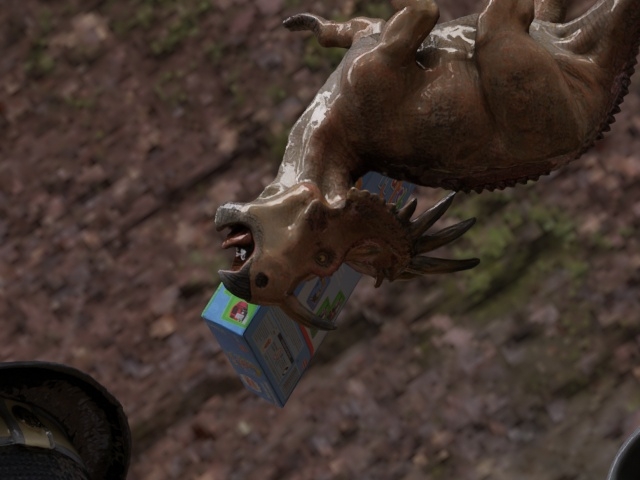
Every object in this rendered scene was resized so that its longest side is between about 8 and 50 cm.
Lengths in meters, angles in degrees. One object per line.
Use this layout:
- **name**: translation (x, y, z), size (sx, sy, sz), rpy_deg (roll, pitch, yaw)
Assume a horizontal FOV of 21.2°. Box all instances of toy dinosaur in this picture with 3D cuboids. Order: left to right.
- **toy dinosaur**: translation (0.082, -0.069, 0.976), size (0.296, 0.200, 0.127), rpy_deg (-15, -9, 8)

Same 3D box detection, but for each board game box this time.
- **board game box**: translation (0.000, 0.000, 1.214), size (0.211, 0.039, 0.160), rpy_deg (-58, -20, -15)

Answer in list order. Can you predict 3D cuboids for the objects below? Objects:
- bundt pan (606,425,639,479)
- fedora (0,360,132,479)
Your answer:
- **bundt pan**: translation (0.328, 0.208, 1.050), size (0.124, 0.331, 0.331), rpy_deg (10, -25, -36)
- **fedora**: translation (-0.214, 0.228, 1.044), size (0.334, 0.152, 0.334), rpy_deg (-32, -30, -22)
